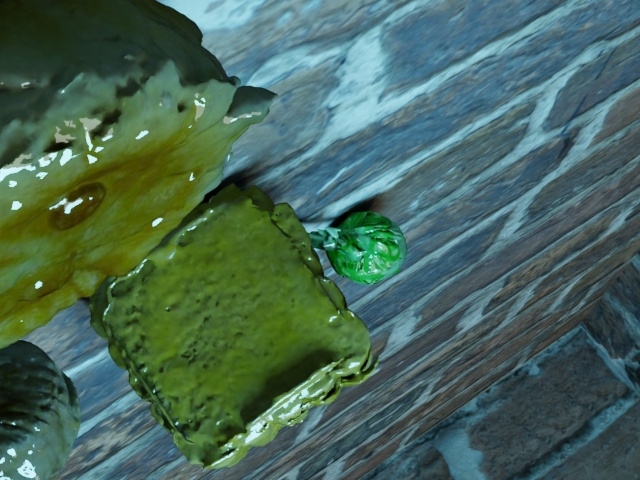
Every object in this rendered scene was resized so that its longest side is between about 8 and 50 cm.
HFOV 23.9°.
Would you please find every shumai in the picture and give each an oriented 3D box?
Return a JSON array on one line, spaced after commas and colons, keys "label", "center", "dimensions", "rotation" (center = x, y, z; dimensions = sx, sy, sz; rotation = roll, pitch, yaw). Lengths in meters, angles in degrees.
[{"label": "shumai", "center": [-0.326, 0.187, 1.274], "dimensions": [0.218, 0.184, 0.185], "rotation": [-47, 173, -46]}]

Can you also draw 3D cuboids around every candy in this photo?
[{"label": "candy", "center": [0.002, -0.001, 1.718], "dimensions": [0.097, 0.097, 0.323], "rotation": [-44, 156, 19]}]

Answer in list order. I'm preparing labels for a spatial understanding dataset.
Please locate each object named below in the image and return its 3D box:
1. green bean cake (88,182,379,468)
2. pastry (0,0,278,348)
[{"label": "green bean cake", "center": [-0.082, 0.088, 1.478], "dimensions": [0.224, 0.230, 0.131], "rotation": [-35, 171, -3]}, {"label": "pastry", "center": [-0.200, -0.046, 0.997], "dimensions": [0.329, 0.136, 0.330], "rotation": [-34, 165, -11]}]
